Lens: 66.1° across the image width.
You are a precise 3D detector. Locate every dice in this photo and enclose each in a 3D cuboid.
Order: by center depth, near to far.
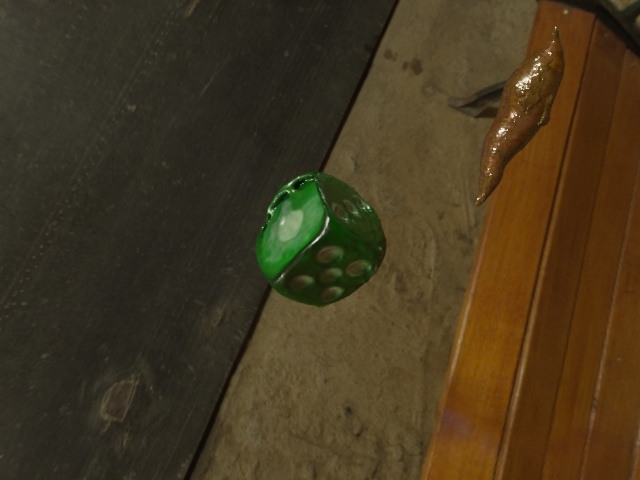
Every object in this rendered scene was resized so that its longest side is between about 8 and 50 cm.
[{"bbox_3d":[0.000,0.000,0.631,0.120,0.128,0.131,24,122,-37],"label":"dice"}]

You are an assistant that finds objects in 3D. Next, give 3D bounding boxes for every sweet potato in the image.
[{"bbox_3d":[0.248,-0.147,0.622,0.068,0.068,0.226,19,104,-13],"label":"sweet potato"}]
